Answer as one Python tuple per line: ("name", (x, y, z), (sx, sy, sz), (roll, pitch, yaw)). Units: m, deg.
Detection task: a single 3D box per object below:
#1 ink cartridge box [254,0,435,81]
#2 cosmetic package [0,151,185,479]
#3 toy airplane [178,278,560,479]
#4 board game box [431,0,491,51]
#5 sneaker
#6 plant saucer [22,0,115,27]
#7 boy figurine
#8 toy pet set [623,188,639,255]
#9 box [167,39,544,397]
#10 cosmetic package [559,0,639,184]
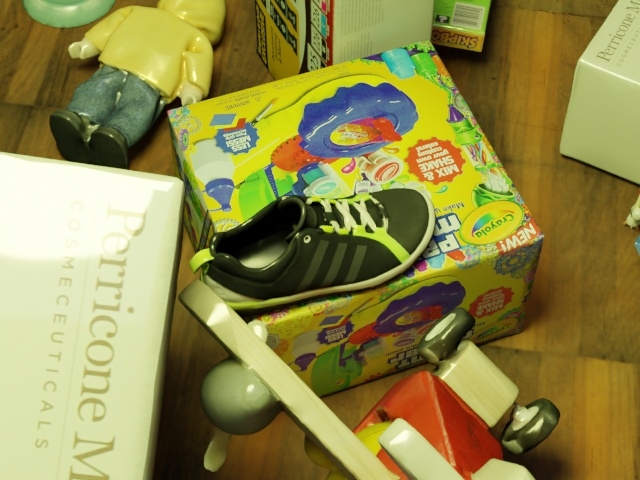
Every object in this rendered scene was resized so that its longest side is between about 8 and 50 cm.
("ink cartridge box", (0.006, -0.293, 1.488), (0.130, 0.309, 0.272), (-22, 56, -16))
("cosmetic package", (-0.319, 0.111, 1.038), (0.393, 0.327, 0.329), (7, 79, -6))
("toy airplane", (0.061, 0.227, 1.090), (0.272, 0.384, 0.386), (-41, 52, 11))
("board game box", (0.154, -0.326, 1.661), (0.124, 0.039, 0.259), (11, 46, 6))
("sneaker", (0.000, 0.000, 1.188), (0.234, 0.097, 0.084), (-22, 58, -15))
("plant saucer", (-0.314, -0.315, 1.679), (0.119, 0.021, 0.119), (0, 53, 0))
("boy figurine", (-0.203, -0.206, 1.558), (0.177, 0.092, 0.285), (20, 55, 14))
("toy pet set", (0.381, 0.005, 1.440), (0.122, 0.065, 0.114), (24, 19, 13))
("box", (0.028, -0.017, 1.369), (0.290, 0.177, 0.279), (-17, 57, -13))
("cosmetic package", (0.483, -0.141, 1.474), (0.385, 0.156, 0.217), (24, 55, 15))
